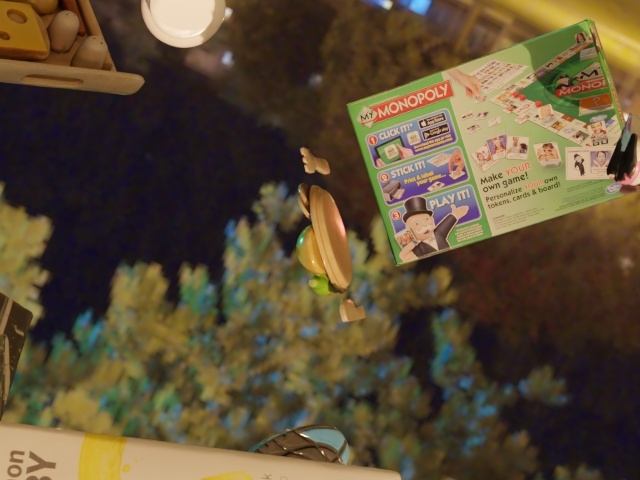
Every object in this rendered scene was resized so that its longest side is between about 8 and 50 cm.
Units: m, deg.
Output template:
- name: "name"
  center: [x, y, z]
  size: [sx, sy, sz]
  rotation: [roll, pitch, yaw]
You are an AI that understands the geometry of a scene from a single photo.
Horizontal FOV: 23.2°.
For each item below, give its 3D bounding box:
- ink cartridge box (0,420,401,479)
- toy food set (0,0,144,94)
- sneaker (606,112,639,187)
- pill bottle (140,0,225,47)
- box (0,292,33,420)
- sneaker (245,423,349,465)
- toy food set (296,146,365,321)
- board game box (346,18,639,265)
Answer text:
- name: "ink cartridge box"
  center: [-0.145, 0.299, 1.142]
  size: [0.385, 0.160, 0.279]
  rotation: [8, -123, -7]
- name: "toy food set"
  center: [-0.348, -0.299, 1.830]
  size: [0.220, 0.092, 0.306]
  rotation: [2, -132, -35]
- name: "sneaker"
  center: [0.355, -0.082, 1.671]
  size: [0.077, 0.072, 0.178]
  rotation: [21, -160, 1]
- name: "pill bottle"
  center: [-0.181, -0.311, 2.062]
  size: [0.112, 0.112, 0.186]
  rotation: [25, -174, -8]
- name: "box"
  center: [-0.681, 0.190, 2.024]
  size: [0.480, 0.297, 0.472]
  rotation: [35, -155, -20]
- name: "sneaker"
  center: [-0.117, 0.377, 2.377]
  size: [0.125, 0.341, 0.139]
  rotation: [64, 167, -10]
- name: "toy food set"
  center: [0.000, 0.000, 1.711]
  size: [0.038, 0.192, 0.132]
  rotation: [-15, 174, 11]
- name: "board game box"
  center: [0.210, -0.115, 1.890]
  size: [0.317, 0.213, 0.046]
  rotation: [-17, 177, 21]
